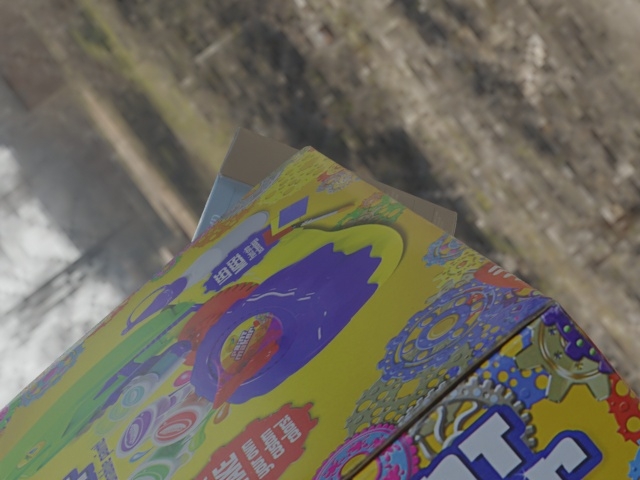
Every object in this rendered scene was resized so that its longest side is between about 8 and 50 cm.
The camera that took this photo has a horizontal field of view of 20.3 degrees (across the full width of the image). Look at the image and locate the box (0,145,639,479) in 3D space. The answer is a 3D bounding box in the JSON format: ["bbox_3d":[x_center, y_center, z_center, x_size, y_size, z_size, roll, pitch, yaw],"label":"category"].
[{"bbox_3d":[0.045,0.144,0.587,0.279,0.177,0.290,49,178,-16],"label":"box"}]

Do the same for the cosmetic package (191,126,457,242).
[{"bbox_3d":[0.000,0.000,1.733,0.238,0.127,0.107,19,-146,-3],"label":"cosmetic package"}]
